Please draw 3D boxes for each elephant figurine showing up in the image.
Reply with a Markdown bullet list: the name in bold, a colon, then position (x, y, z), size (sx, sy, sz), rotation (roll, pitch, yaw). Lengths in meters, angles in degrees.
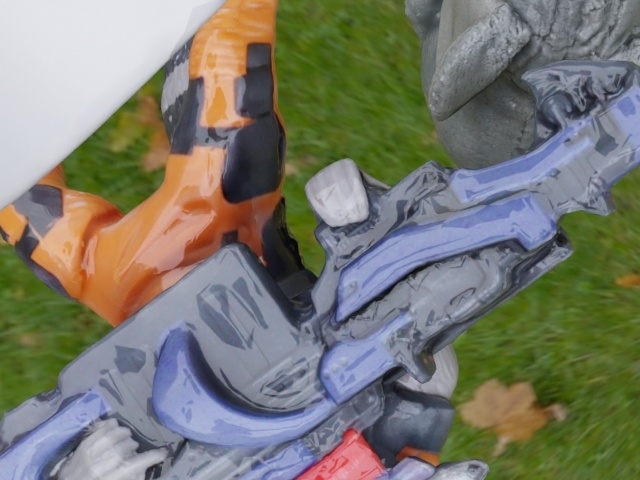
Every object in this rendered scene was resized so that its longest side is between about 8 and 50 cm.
- **elephant figurine**: position (0.124, -0.116, 1.076), size (0.169, 0.239, 0.186), rotation (-26, 91, -3)

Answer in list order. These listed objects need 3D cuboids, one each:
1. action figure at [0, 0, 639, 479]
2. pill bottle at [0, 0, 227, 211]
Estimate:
- **action figure**: position (0.000, 0.000, 0.819), size (0.341, 0.178, 0.330), rotation (-29, 75, 18)
- **pill bottle**: position (-0.131, -0.150, 0.439), size (0.161, 0.161, 0.283), rotation (-44, 101, 7)
